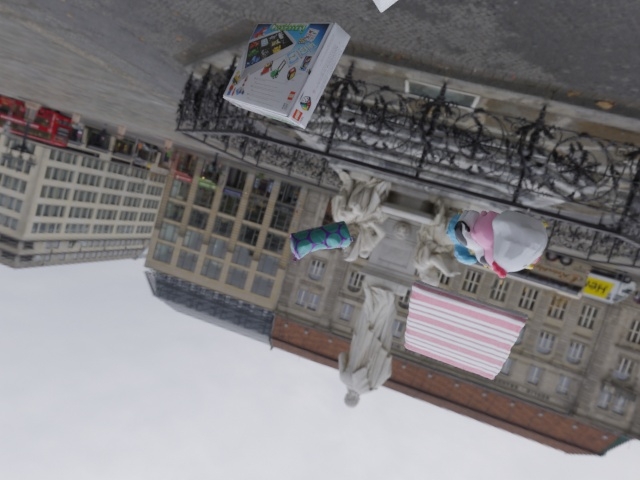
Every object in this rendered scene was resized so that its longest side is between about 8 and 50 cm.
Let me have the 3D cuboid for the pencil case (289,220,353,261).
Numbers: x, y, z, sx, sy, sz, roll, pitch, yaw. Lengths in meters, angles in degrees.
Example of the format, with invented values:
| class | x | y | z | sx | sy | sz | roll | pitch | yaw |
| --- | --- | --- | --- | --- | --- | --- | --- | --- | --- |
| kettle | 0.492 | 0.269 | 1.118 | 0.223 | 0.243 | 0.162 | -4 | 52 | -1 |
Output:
| class | x | y | z | sx | sy | sz | roll | pitch | yaw |
| --- | --- | --- | --- | --- | --- | --- | --- | --- | --- |
| pencil case | 0.000 | 0.000 | 1.058 | 0.152 | 0.070 | 0.064 | -13 | -167 | -14 |

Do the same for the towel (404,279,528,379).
| class | x | y | z | sx | sy | sz | roll | pitch | yaw |
| --- | --- | --- | --- | --- | --- | --- | --- | --- | --- |
| towel | 0.195 | 0.128 | 0.615 | 0.144 | 0.029 | 0.197 | 16 | 146 | 19 |

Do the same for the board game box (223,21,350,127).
| class | x | y | z | sx | sy | sz | roll | pitch | yaw |
| --- | --- | --- | --- | --- | --- | --- | --- | --- | --- |
| board game box | -0.087 | -0.359 | 0.912 | 0.053 | 0.193 | 0.305 | 23 | -173 | -42 |

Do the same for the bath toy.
| class | x | y | z | sx | sy | sz | roll | pitch | yaw |
| --- | --- | --- | --- | --- | --- | --- | --- | --- | --- |
| bath toy | 0.383 | 0.010 | 0.956 | 0.151 | 0.129 | 0.348 | 22 | -177 | 1 |

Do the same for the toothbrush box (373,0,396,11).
| class | x | y | z | sx | sy | sz | roll | pitch | yaw |
| --- | --- | --- | --- | --- | --- | --- | --- | --- | --- |
| toothbrush box | 0.139 | -0.563 | 0.722 | 0.126 | 0.295 | 0.216 | -15 | 123 | 50 |
